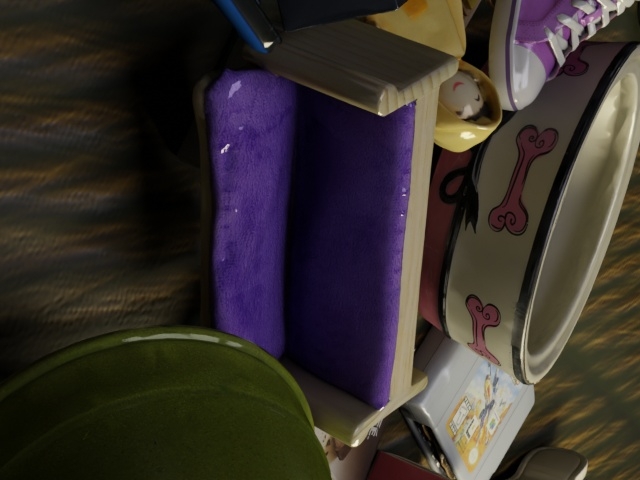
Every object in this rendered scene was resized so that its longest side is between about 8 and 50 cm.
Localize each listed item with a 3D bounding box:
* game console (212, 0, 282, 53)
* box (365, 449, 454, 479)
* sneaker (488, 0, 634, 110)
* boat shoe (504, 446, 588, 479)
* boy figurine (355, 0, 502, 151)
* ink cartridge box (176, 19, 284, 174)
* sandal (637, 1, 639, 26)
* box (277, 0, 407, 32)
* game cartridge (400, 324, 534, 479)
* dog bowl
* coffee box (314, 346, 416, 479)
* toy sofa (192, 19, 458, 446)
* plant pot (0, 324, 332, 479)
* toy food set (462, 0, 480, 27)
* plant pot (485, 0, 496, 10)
[{"bbox_3d":[-0.089,-0.332,1.292,0.173,0.250,0.293,-38,145,0],"label":"game console"},{"bbox_3d":[0.103,0.392,2.049,0.149,0.127,0.232,35,77,-59],"label":"box"},{"bbox_3d":[0.276,-0.249,1.709,0.282,0.161,0.102,-67,152,-19],"label":"sneaker"},{"bbox_3d":[0.277,0.382,2.336,0.324,0.117,0.096,-25,125,-57],"label":"boat shoe"},{"bbox_3d":[0.078,-0.209,1.588,0.177,0.092,0.285,-33,104,-41],"label":"boy figurine"},{"bbox_3d":[-0.024,-0.097,1.601,0.208,0.087,0.153,35,78,-59],"label":"ink cartridge box"},{"bbox_3d":[0.487,-0.356,2.268,0.167,0.107,0.445,-42,127,-37],"label":"sandal"},{"bbox_3d":[0.006,-0.316,1.373,0.184,0.103,0.261,-48,128,-69],"label":"box"},{"bbox_3d":[0.193,0.195,2.152,0.198,0.062,0.297,-53,146,-18],"label":"game cartridge"},{"bbox_3d":[0.238,-0.049,1.920,0.408,0.150,0.407,19,90,-72],"label":"dog bowl"},{"bbox_3d":[-0.034,0.213,1.735,0.168,0.119,0.297,27,84,-58],"label":"coffee box"},{"bbox_3d":[0.000,0.000,1.472,0.177,0.150,0.362,-31,135,-43],"label":"toy sofa"},{"bbox_3d":[-0.105,0.315,1.324,0.367,0.353,0.366,-14,128,-19],"label":"plant pot"},{"bbox_3d":[0.137,-0.255,1.759,0.306,0.092,0.219,-60,148,-16],"label":"toy food set"},{"bbox_3d":[0.199,-0.346,1.733,0.236,0.032,0.236,-33,129,-53],"label":"plant pot"}]
